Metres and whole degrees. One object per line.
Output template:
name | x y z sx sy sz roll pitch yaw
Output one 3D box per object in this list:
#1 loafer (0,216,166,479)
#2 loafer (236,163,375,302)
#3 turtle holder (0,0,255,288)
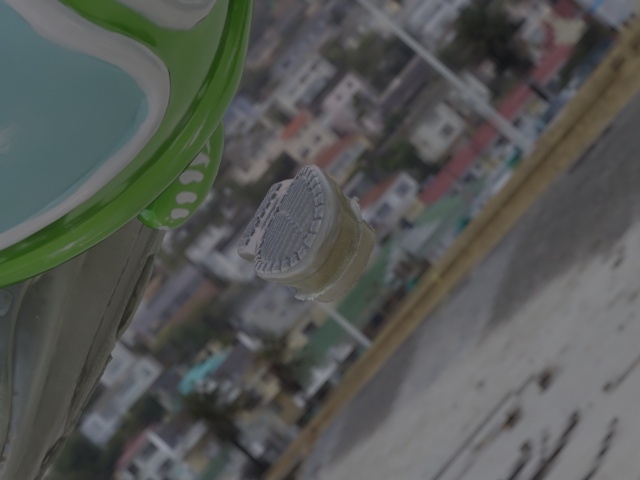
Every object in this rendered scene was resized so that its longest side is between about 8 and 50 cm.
loafer | -0.138 0.042 0.842 0.319 0.112 0.111 -64 -27 1
loafer | 0.000 0.000 1.464 0.102 0.092 0.268 -62 10 0
turtle holder | -0.130 -0.108 0.683 0.227 0.320 0.243 63 -152 -74
